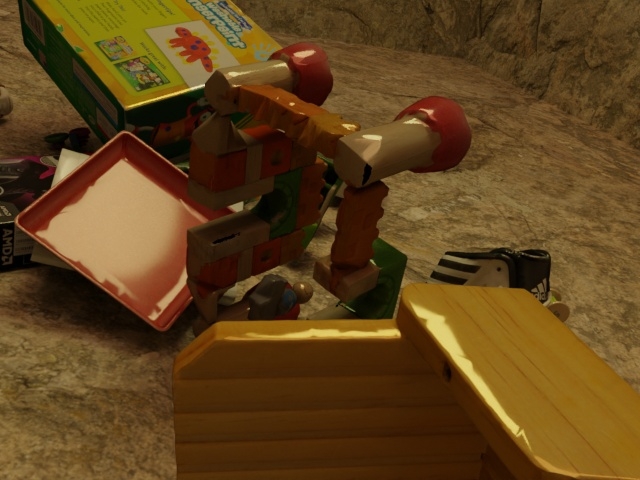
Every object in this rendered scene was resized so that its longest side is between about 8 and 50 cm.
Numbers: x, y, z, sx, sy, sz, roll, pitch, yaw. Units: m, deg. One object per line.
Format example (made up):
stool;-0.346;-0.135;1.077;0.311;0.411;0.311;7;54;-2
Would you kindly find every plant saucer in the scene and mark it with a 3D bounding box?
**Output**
plant saucer;-0.274;-0.015;1.038;0.259;0.048;0.258;37;47;-3

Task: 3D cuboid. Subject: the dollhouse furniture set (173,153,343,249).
dollhouse furniture set;-0.117;-0.130;1.309;0.301;0.151;0.197;28;12;0

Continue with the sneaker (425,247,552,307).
sneaker;0.270;0.162;0.922;0.169;0.257;0.447;-3;31;-31

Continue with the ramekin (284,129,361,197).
ramekin;0.028;-0.201;1.609;0.273;0.127;0.273;23;19;-9

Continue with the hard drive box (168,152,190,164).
hard drive box;-0.298;-0.242;1.513;0.232;0.181;0.089;12;27;-4

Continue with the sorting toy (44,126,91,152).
sorting toy;-0.547;-0.216;1.502;0.102;0.042;0.061;-24;29;-35

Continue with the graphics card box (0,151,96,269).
graphics card box;-0.429;-0.068;1.203;0.371;0.094;0.233;-12;38;-40

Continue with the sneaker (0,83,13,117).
sneaker;-0.735;-0.300;1.483;0.123;0.106;0.290;1;28;-20

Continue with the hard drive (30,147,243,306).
hard drive;-0.279;-0.020;1.100;0.307;0.040;0.203;15;51;-21

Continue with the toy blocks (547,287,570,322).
toy blocks;0.406;0.099;1.344;0.123;0.054;0.148;10;26;-7

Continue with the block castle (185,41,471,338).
block castle;0.000;0.000;0.898;0.303;0.453;0.213;32;38;33

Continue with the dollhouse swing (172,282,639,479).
dollhouse swing;0.059;0.249;0.563;0.305;0.347;0.315;-7;33;-20

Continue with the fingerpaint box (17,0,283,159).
fingerpaint box;-0.331;-0.375;1.378;0.371;0.163;0.445;-26;60;-32
